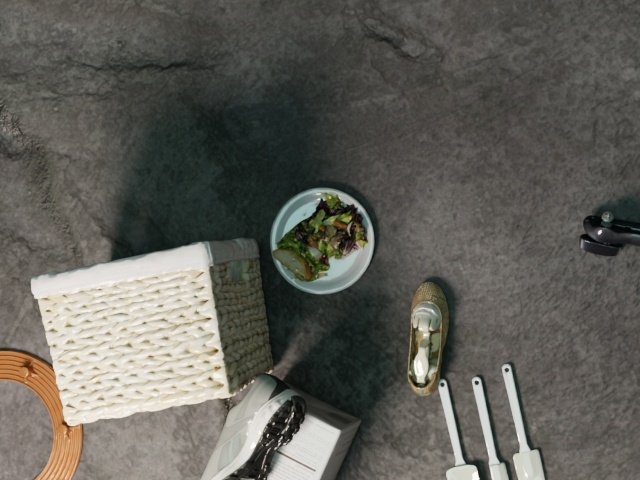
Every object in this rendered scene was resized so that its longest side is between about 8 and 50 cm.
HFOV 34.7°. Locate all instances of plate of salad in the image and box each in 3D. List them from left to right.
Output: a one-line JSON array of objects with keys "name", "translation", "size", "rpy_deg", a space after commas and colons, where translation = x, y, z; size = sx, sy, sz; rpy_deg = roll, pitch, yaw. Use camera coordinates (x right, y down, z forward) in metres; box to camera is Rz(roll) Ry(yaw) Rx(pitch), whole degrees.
[{"name": "plate of salad", "translation": [0.000, 0.000, 1.899], "size": [0.199, 0.048, 0.200], "rpy_deg": [-1, 86, 13]}]

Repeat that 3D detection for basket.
[{"name": "basket", "translation": [-0.275, 0.150, 1.816], "size": [0.331, 0.328, 0.266], "rpy_deg": [-13, 88, 11]}]

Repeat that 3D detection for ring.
[{"name": "ring", "translation": [-0.632, 0.386, 2.030], "size": [0.336, 0.032, 0.337], "rpy_deg": [-1, 88, 13]}]

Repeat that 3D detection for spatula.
[{"name": "spatula", "translation": [0.297, 0.353, 1.828], "size": [0.168, 0.019, 0.242], "rpy_deg": [-14, 84, 13]}]

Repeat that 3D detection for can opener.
[{"name": "can opener", "translation": [0.547, -0.009, 1.780], "size": [0.186, 0.073, 0.059], "rpy_deg": [6, 50, 10]}]

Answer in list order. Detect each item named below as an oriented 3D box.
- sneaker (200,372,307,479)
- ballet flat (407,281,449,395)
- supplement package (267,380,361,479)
[{"name": "sneaker", "translation": [-0.131, 0.343, 1.716], "size": [0.271, 0.100, 0.108], "rpy_deg": [-54, 50, 8]}, {"name": "ballet flat", "translation": [0.192, 0.177, 1.836], "size": [0.073, 0.067, 0.206], "rpy_deg": [0, 86, 14]}, {"name": "supplement package", "translation": [-0.076, 0.423, 1.826], "size": [0.175, 0.177, 0.293], "rpy_deg": [25, 93, 14]}]
